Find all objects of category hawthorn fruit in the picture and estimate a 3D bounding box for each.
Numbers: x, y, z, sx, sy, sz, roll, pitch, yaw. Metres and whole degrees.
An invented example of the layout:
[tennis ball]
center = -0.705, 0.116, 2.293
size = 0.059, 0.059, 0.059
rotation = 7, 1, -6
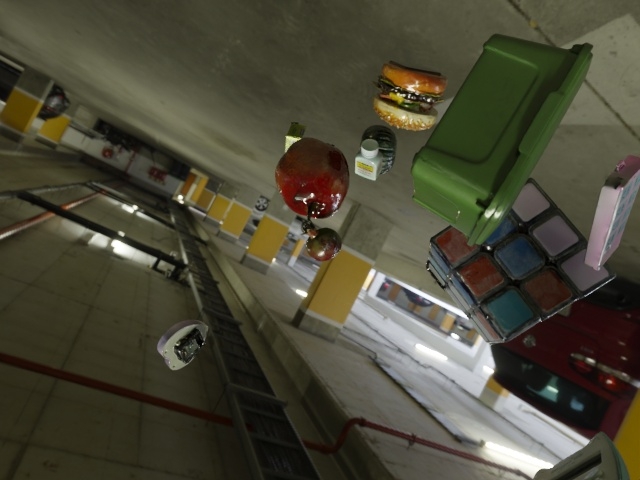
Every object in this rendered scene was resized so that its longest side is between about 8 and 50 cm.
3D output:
[hawthorn fruit]
center = -0.032, -0.198, 1.500
size = 0.284, 0.284, 0.369
rotation = 28, -139, -28

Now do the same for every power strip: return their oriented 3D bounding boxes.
[power strip]
center = 0.633, -0.052, 0.887
size = 0.037, 0.109, 0.279
rotation = 34, 157, 42

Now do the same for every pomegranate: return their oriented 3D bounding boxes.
[pomegranate]
center = 0.006, 0.001, 1.425
size = 0.129, 0.129, 0.159
rotation = 26, 156, 35

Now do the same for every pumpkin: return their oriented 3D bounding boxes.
[pumpkin]
center = 0.251, -0.398, 1.801
size = 0.161, 0.221, 0.220
rotation = 8, 177, 5

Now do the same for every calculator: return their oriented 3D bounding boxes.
[calculator]
center = 0.487, 0.523, 0.795
size = 0.054, 0.256, 0.386
rotation = 49, -153, 23

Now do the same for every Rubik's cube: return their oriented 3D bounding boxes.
[Rubik's cube]
center = 0.565, 0.076, 1.247
size = 0.362, 0.358, 0.363
rotation = 59, -178, 20

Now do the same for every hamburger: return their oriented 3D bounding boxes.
[hamburger]
center = 0.339, -0.558, 1.584
size = 0.290, 0.225, 0.291
rotation = 11, -148, -7

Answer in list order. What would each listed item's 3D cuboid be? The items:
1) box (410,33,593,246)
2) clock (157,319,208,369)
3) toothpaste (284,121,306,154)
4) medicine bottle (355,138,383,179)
[box]
center = 0.299, -0.175, 0.728
size = 0.177, 0.329, 0.253
rotation = 29, 175, 16
[clock]
center = -0.442, 0.345, 1.362
size = 0.064, 0.172, 0.198
rotation = 33, 145, 25
[toothpaste]
center = -0.131, -0.408, 2.004
size = 0.077, 0.110, 0.327
rotation = 12, 139, 1
[medicine bottle]
center = 0.148, -0.248, 1.245
size = 0.074, 0.055, 0.118
rotation = 27, 152, 18
